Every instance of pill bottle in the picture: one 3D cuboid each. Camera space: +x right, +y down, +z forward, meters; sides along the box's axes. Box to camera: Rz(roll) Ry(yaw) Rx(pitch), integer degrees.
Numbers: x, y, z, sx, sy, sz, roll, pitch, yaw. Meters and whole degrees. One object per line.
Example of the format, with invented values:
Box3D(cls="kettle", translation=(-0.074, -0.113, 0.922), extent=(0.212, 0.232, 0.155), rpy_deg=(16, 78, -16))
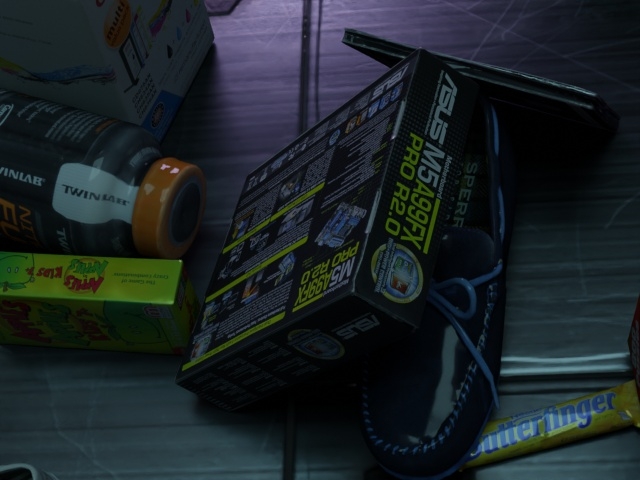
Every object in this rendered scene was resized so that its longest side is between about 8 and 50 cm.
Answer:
Box3D(cls="pill bottle", translation=(-0.226, -0.054, 1.125), extent=(0.245, 0.130, 0.130), rpy_deg=(15, 61, 18))

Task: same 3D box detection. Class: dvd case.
Box3D(cls="dvd case", translation=(0.145, -0.140, 1.116), extent=(0.221, 0.164, 0.018), rpy_deg=(19, 95, 19))

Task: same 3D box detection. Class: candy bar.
Box3D(cls="candy bar", translation=(0.176, 0.147, 1.003), extent=(0.161, 0.018, 0.040), rpy_deg=(-14, 56, -1))

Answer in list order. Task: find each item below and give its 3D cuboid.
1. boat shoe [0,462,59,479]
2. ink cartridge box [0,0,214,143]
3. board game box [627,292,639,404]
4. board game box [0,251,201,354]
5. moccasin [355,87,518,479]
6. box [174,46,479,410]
Box3D(cls="boat shoe", translation=(-0.312, 0.226, 0.990), extent=(0.226, 0.076, 0.083), rpy_deg=(-26, 57, -9))
Box3D(cls="ink cartridge box", translation=(-0.223, -0.217, 1.168), extent=(0.168, 0.233, 0.171), rpy_deg=(14, 61, 17))
Box3D(cls="board game box", translation=(0.412, 0.119, 0.774), extent=(0.356, 0.356, 0.356), rpy_deg=(-4, 58, 3))
Box3D(cls="board game box", translation=(-0.197, 0.053, 1.075), extent=(0.181, 0.092, 0.043), rpy_deg=(2, 59, 10))
Box3D(cls="moccasin", translation=(0.084, 0.021, 1.033), extent=(0.137, 0.117, 0.342), rpy_deg=(0, 55, 14))
Box3D(cls="box", translation=(0.000, 0.000, 0.992), extent=(0.060, 0.270, 0.216), rpy_deg=(29, 57, -21))
